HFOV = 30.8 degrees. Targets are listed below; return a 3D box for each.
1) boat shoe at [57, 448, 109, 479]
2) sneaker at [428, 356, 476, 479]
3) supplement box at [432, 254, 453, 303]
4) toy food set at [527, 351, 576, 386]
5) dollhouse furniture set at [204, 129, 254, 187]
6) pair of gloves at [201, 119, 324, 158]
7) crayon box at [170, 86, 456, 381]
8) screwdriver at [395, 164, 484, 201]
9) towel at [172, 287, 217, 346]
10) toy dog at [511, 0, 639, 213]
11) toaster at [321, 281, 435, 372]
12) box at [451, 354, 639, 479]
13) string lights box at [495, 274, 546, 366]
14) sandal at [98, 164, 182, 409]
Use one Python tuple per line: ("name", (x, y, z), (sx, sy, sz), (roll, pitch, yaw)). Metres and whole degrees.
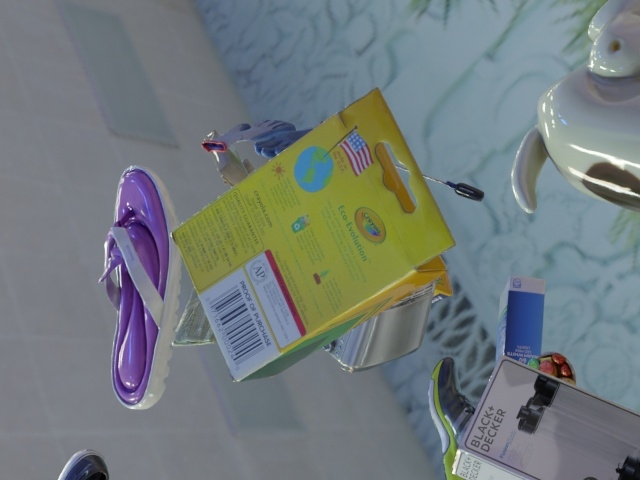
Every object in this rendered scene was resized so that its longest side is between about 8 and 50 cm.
("boat shoe", (-0.390, 0.437, 1.793), (0.080, 0.228, 0.076), (31, 179, -33))
("sneaker", (0.314, 0.390, 2.453), (0.111, 0.121, 0.299), (2, -107, -64))
("supplement box", (0.108, 0.045, 2.619), (0.357, 0.194, 0.195), (17, -128, -50))
("toy food set", (0.343, 0.207, 1.718), (0.020, 0.083, 0.083), (-1, -102, -43))
("dollhouse furniture set", (-0.147, -0.060, 1.834), (0.151, 0.123, 0.144), (43, -169, -34))
("pair of gloves", (-0.066, -0.150, 1.707), (0.198, 0.023, 0.159), (11, -154, 40))
("crayon box", (0.000, 0.000, 1.296), (0.081, 0.318, 0.202), (2, -120, -57))
("screwdriver", (0.209, -0.107, 2.037), (0.170, 0.025, 0.024), (26, -154, 14))
("towel", (-0.210, 0.135, 2.141), (0.027, 0.110, 0.148), (58, -143, -36))
("toy dog", (0.464, -0.108, 1.448), (0.408, 0.395, 0.284), (61, 176, 44))
("toaster", (0.102, 0.117, 1.949), (0.227, 0.146, 0.129), (-14, -140, -38))
("box", (0.346, 0.297, 1.603), (0.290, 0.087, 0.169), (23, -121, 15))
("string lights box", (0.395, 0.214, 2.321), (0.077, 0.133, 0.259), (7, -110, 2))
("sandal", (-0.315, 0.077, 1.948), (0.102, 0.169, 0.416), (2, -95, -46))
